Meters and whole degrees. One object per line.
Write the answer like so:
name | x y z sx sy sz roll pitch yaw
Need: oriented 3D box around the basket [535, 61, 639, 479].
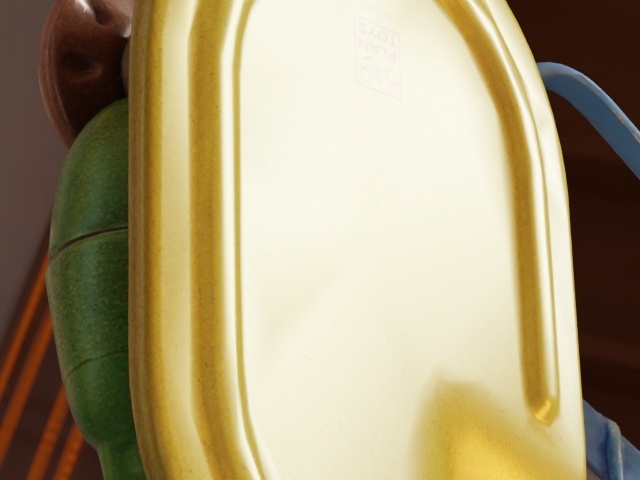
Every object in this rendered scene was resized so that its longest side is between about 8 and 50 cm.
basket | 0.093 0.095 0.852 0.255 0.289 0.201 46 -15 -1

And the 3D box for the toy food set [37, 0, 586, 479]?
toy food set | -0.010 -0.007 0.414 0.071 0.218 0.128 -17 -25 40
